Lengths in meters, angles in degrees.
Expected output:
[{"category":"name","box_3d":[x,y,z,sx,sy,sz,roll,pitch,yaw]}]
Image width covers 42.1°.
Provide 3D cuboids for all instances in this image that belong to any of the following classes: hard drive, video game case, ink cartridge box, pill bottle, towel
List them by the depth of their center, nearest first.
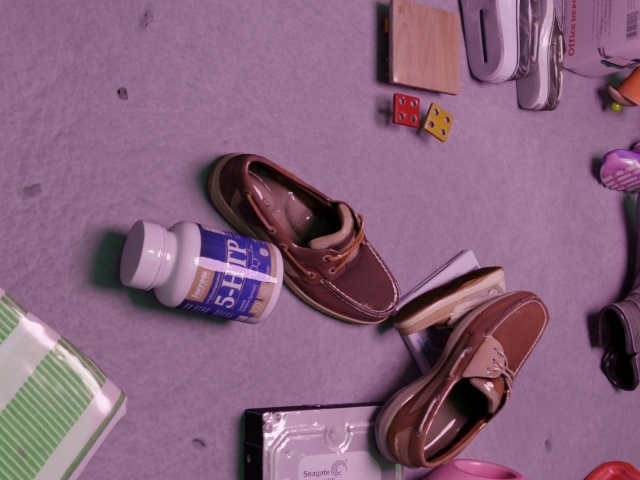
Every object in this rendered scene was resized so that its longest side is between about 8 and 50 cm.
[{"category":"towel","box_3d":[-0.404,0.182,0.943,0.325,0.038,0.248,43,65,-19]},{"category":"pill bottle","box_3d":[-0.152,0.037,1.061,0.186,0.112,0.112,15,78,-29]},{"category":"hard drive","box_3d":[0.010,0.400,1.155,0.236,0.064,0.339,5,82,-31]},{"category":"video game case","box_3d":[0.220,0.145,1.326,0.183,0.023,0.201,-34,103,-28]},{"category":"ink cartridge box","box_3d":[0.537,-0.390,1.452,0.092,0.219,0.160,10,81,-33]}]

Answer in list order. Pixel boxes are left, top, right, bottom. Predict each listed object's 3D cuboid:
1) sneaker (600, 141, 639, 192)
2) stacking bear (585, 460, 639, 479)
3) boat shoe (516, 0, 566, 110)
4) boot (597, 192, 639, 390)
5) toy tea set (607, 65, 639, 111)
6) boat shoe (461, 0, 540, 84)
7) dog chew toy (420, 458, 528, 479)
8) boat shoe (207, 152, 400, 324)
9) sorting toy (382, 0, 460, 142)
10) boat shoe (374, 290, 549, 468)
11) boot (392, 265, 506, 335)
[{"category":"sneaker","box_3d":[0.604,-0.145,1.549,0.236,0.095,0.105,9,74,-35]},{"category":"stacking bear","box_3d":[0.545,0.554,1.414,0.164,0.175,0.289,-24,106,-32]},{"category":"boat shoe","box_3d":[0.384,-0.334,1.441,0.070,0.077,0.219,0,94,-30]},{"category":"boot","box_3d":[0.582,0.085,1.479,0.222,0.118,0.338,-22,103,-30]},{"category":"toy tea set","box_3d":[0.673,-0.222,1.568,0.336,0.200,0.124,24,115,-11]},{"category":"boat shoe","box_3d":[0.303,-0.429,1.387,0.119,0.121,0.335,-8,100,-39]},{"category":"dog chew toy","box_3d":[0.213,0.493,1.196,0.206,0.206,0.332,9,88,-30]},{"category":"boat shoe","box_3d":[0.000,0.000,1.148,0.342,0.123,0.123,44,66,-20]},{"category":"sorting toy","box_3d":[0.155,-0.291,1.312,0.132,0.046,0.275,3,83,-31]},{"category":"boat shoe","box_3d":[0.222,0.201,1.170,0.324,0.116,0.123,-45,111,-16]},{"category":"boot","box_3d":[0.218,0.147,1.270,0.213,0.077,0.165,-22,99,-31]}]
